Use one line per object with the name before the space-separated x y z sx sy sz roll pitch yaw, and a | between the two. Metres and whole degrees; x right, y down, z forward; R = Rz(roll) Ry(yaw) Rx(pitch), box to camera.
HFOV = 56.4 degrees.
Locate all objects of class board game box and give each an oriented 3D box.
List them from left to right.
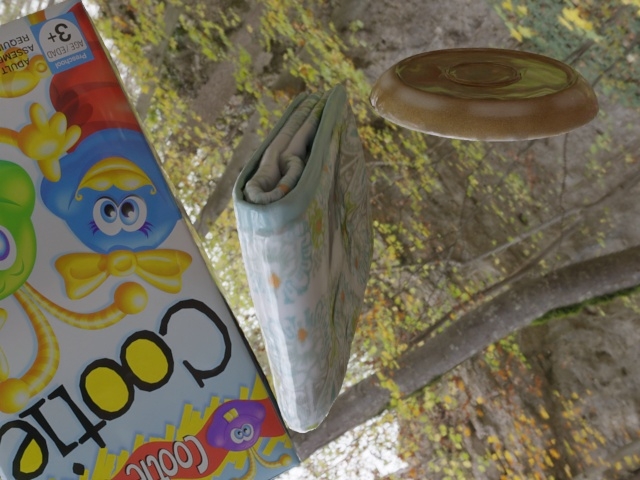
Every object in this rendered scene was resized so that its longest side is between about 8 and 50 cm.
board game box | -0.141 0.028 0.372 0.142 0.144 0.275 -26 -86 -9

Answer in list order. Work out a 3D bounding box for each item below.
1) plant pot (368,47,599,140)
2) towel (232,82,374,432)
plant pot | 0.169 -0.165 0.630 0.236 0.032 0.236 -2 -148 1
towel | 0.000 0.000 0.783 0.374 0.090 0.321 -68 -28 -55
